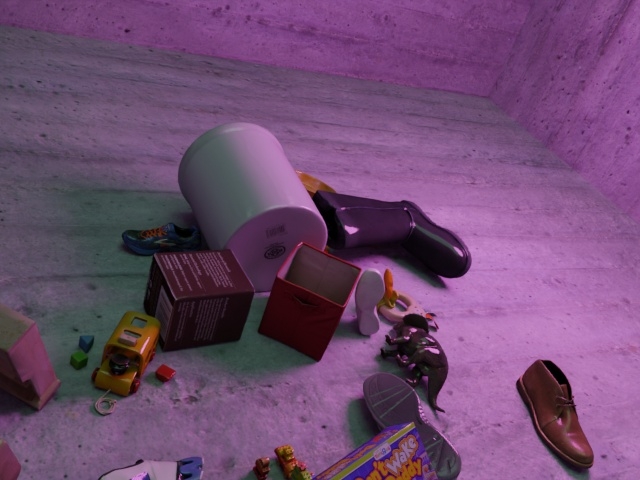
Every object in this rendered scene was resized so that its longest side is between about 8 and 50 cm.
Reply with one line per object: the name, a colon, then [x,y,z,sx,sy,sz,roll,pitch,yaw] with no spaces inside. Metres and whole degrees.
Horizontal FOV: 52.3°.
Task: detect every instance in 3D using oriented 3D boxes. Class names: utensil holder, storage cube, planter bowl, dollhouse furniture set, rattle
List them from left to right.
dollhouse furniture set: [-0.664,0.314,1.117,0.362,0.256,0.394,25,54,8]
utensil holder: [-0.192,-0.092,1.830,0.327,0.328,0.385,-1,41,-30]
planter bowl: [-0.056,-0.157,2.189,0.217,0.090,0.217,24,17,-8]
storage cube: [-0.028,0.154,1.667,0.183,0.193,0.215,24,33,5]
rattle: [0.266,0.165,1.872,0.199,0.143,0.130,20,17,9]

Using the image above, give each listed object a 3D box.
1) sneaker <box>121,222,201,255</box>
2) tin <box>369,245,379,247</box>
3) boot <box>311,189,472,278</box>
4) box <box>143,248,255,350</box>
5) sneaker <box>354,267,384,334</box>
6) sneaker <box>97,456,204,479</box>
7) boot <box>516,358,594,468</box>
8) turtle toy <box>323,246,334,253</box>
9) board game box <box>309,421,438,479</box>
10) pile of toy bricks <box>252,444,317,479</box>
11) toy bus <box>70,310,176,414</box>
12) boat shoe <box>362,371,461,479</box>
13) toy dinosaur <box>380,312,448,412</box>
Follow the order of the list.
sneaker: [-0.430,-0.013,1.786,0.221,0.087,0.083,2,36,-27]
tin: [0.149,-0.046,2.211,0.106,0.040,0.190,3,36,-19]
boot: [0.213,-0.012,2.015,0.445,0.146,0.367,5,29,-46]
box: [-0.294,0.138,1.562,0.203,0.168,0.167,-3,39,-34]
sneaker: [0.121,0.149,1.749,0.080,0.212,0.094,-4,35,-9]
sneaker: [-0.308,0.489,1.096,0.182,0.127,0.315,11,26,-8]
boot: [0.616,0.438,1.683,0.112,0.115,0.305,7,36,-24]
turtle toy: [0.000,0.000,2.027,0.130,0.066,0.095,33,26,22]
board game box: [0.090,0.518,1.198,0.347,0.078,0.233,-18,81,-44]
pile of toy bricks: [-0.042,0.474,1.265,0.118,0.105,0.212,-6,41,-35]
toy bus: [-0.417,0.242,1.399,0.191,0.104,0.202,-12,44,-40]
boat shoe: [0.200,0.434,1.486,0.118,0.103,0.320,-22,43,-23]
toy dinosaur: [0.260,0.293,1.688,0.160,0.121,0.313,-17,42,-21]
